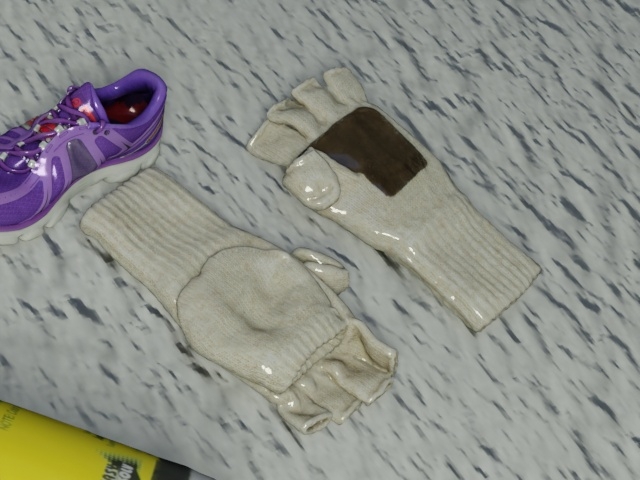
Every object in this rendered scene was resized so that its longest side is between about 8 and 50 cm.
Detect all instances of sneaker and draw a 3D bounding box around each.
[{"bbox_3d":[-0.158,-0.058,1.123,0.068,0.071,0.170,41,49,16],"label":"sneaker"}]

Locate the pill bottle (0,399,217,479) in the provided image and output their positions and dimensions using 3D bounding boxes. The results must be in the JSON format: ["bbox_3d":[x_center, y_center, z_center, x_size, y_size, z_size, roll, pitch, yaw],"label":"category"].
[{"bbox_3d":[-0.219,0.141,0.839,0.334,0.188,0.188,20,46,-4],"label":"pill bottle"}]

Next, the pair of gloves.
[{"bbox_3d":[0.000,0.000,1.155,0.240,0.042,0.204,-30,66,-38],"label":"pair of gloves"}]
